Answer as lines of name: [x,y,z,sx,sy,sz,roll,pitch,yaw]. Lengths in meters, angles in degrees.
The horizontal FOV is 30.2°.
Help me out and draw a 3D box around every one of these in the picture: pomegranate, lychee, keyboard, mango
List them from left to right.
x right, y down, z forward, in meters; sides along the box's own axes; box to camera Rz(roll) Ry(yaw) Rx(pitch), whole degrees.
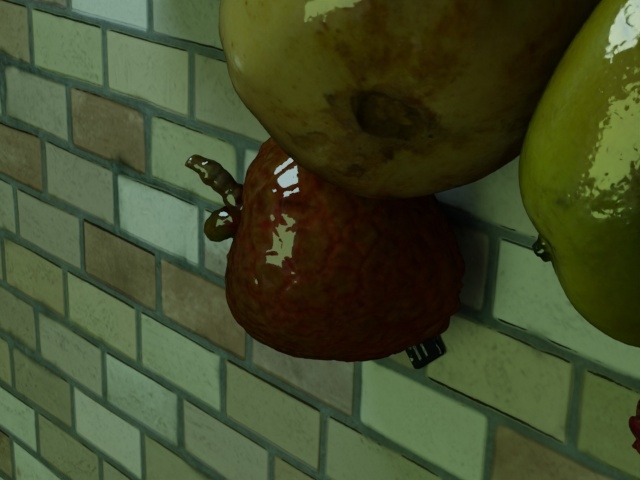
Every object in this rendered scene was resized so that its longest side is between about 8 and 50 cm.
lychee: [0.000,0.000,1.194,0.255,0.299,0.255,-167,90,-86]
keyboard: [0.086,0.064,1.303,0.053,0.010,0.155,-39,73,47]
pomegranate: [0.077,-0.211,1.009,0.338,0.338,0.338,19,116,44]
mango: [0.291,-0.084,0.856,0.182,0.252,0.365,-89,22,-58]

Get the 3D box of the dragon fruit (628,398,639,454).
dragon fruit: [0.356,0.218,0.957,0.274,0.126,0.161,5,105,49]
